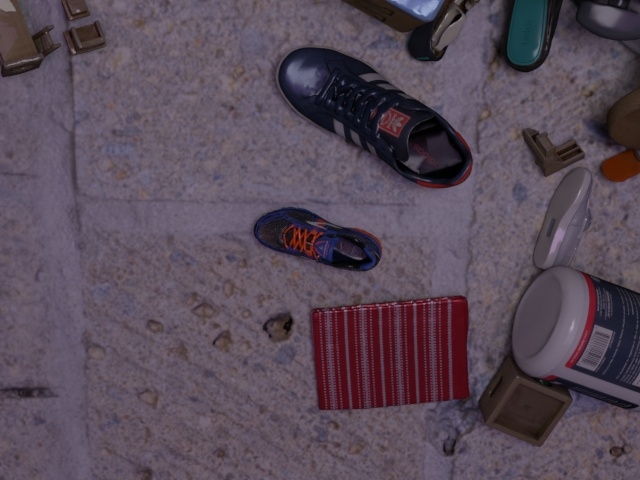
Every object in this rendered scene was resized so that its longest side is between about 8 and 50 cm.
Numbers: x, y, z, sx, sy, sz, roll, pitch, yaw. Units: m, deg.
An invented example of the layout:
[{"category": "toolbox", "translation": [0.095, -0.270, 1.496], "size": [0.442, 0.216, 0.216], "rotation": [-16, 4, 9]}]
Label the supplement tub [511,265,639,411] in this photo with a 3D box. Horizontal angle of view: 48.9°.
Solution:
[{"category": "supplement tub", "translation": [0.477, 0.169, 1.165], "size": [0.272, 0.191, 0.191], "rotation": [20, 100, -8]}]

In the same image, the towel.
[{"category": "towel", "translation": [0.126, 0.198, 1.237], "size": [0.275, 0.031, 0.198], "rotation": [-5, 104, 0]}]

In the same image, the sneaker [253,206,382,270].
[{"category": "sneaker", "translation": [0.000, 0.000, 1.158], "size": [0.221, 0.087, 0.083], "rotation": [11, 100, -5]}]

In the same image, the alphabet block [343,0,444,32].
[{"category": "alphabet block", "translation": [0.104, -0.432, 1.018], "size": [0.193, 0.197, 0.192], "rotation": [28, 98, -9]}]

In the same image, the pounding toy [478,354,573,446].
[{"category": "pounding toy", "translation": [0.372, 0.266, 1.241], "size": [0.130, 0.100, 0.141], "rotation": [23, 110, -7]}]

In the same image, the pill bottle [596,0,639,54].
[{"category": "pill bottle", "translation": [0.568, -0.418, 1.068], "size": [0.153, 0.153, 0.264], "rotation": [43, 96, -10]}]

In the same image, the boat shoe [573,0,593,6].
[{"category": "boat shoe", "translation": [0.454, -0.430, 1.117], "size": [0.142, 0.049, 0.040], "rotation": [-44, 120, 8]}]

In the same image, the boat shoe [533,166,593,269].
[{"category": "boat shoe", "translation": [0.424, -0.031, 1.189], "size": [0.063, 0.066, 0.184], "rotation": [13, 100, -16]}]

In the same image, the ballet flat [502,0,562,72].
[{"category": "ballet flat", "translation": [0.339, -0.404, 1.090], "size": [0.095, 0.096, 0.280], "rotation": [19, 110, 22]}]

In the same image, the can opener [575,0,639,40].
[{"category": "can opener", "translation": [0.338, -0.364, 1.005], "size": [0.280, 0.074, 0.093], "rotation": [23, 111, 12]}]

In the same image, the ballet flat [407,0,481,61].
[{"category": "ballet flat", "translation": [0.213, -0.367, 1.099], "size": [0.074, 0.074, 0.203], "rotation": [31, 100, -9]}]

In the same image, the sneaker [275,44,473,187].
[{"category": "sneaker", "translation": [0.092, -0.193, 1.091], "size": [0.350, 0.148, 0.131], "rotation": [27, 99, -8]}]

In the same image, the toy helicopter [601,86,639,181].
[{"category": "toy helicopter", "translation": [0.613, -0.170, 1.115], "size": [0.355, 0.235, 0.140], "rotation": [7, 63, -17]}]

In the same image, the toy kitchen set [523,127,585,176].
[{"category": "toy kitchen set", "translation": [0.384, -0.165, 1.158], "size": [0.075, 0.083, 0.068], "rotation": [-26, 61, 2]}]

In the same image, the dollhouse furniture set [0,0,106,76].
[{"category": "dollhouse furniture set", "translation": [-0.438, -0.364, 1.075], "size": [0.161, 0.101, 0.181], "rotation": [-23, 103, -23]}]
